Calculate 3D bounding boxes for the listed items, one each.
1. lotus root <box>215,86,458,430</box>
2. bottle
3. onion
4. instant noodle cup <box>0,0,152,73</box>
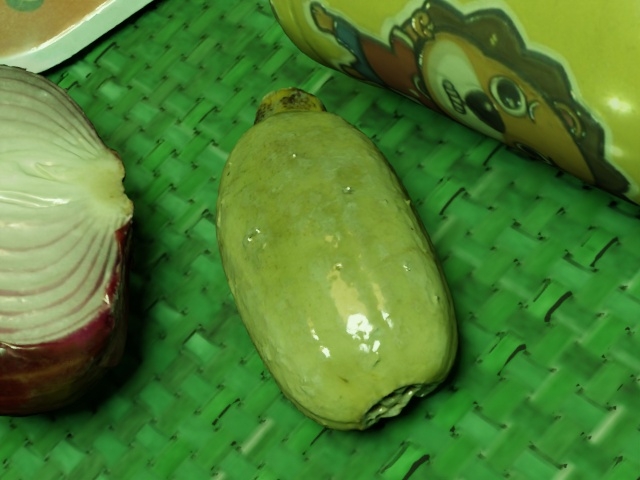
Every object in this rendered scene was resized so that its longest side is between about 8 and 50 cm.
[{"bbox_3d":[-0.001,0.000,0.642,0.090,0.077,0.183,-25,52,8],"label":"lotus root"},{"bbox_3d":[0.148,-0.093,0.571,0.351,0.171,0.171,31,75,38],"label":"bottle"},{"bbox_3d":[-0.163,0.011,0.696,0.151,0.098,0.206,-6,45,-8],"label":"onion"},{"bbox_3d":[-0.215,-0.289,0.842,0.294,0.294,0.308,-35,43,1],"label":"instant noodle cup"}]
